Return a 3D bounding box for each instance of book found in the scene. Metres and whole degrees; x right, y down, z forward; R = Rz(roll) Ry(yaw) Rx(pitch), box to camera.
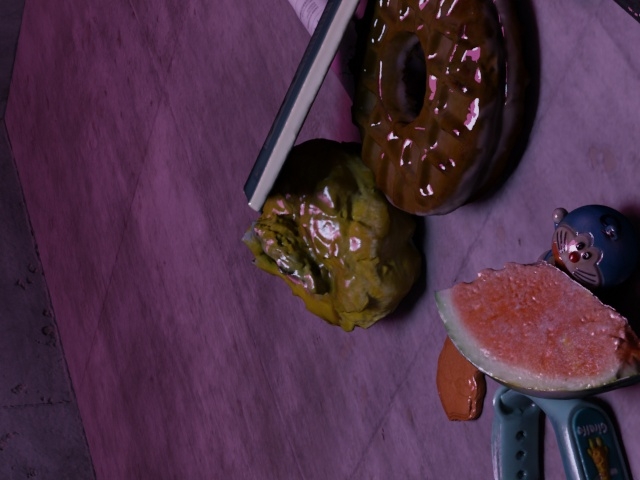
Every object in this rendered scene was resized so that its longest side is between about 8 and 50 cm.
[{"bbox_3d":[-0.011,-0.219,1.833,0.264,0.031,0.379,-113,47,-82],"label":"book"}]

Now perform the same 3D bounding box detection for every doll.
[{"bbox_3d":[0.270,0.015,1.453,0.114,0.085,0.152,57,159,8],"label":"doll"}]

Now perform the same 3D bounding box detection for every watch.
[{"bbox_3d":[0.255,0.258,1.534,0.195,0.068,0.237,134,125,-61],"label":"watch"}]

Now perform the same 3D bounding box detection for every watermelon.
[{"bbox_3d":[0.238,0.115,1.463,0.128,0.146,0.231,-49,55,-1],"label":"watermelon"}]

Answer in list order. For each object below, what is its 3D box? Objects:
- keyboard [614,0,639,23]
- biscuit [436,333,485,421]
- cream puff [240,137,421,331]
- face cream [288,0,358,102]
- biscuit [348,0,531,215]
[{"bbox_3d":[0.312,-0.233,1.357,0.198,0.010,0.064,50,141,29],"label":"keyboard"},{"bbox_3d":[0.172,0.163,1.753,0.102,0.019,0.130,-123,37,-49],"label":"biscuit"},{"bbox_3d":[0.001,0.002,1.891,0.282,0.185,0.282,29,125,51],"label":"cream puff"},{"bbox_3d":[0.021,-0.286,2.005,0.244,0.058,0.092,58,138,37],"label":"face cream"},{"bbox_3d":[0.134,-0.191,1.704,0.332,0.103,0.332,178,90,-65],"label":"biscuit"}]
